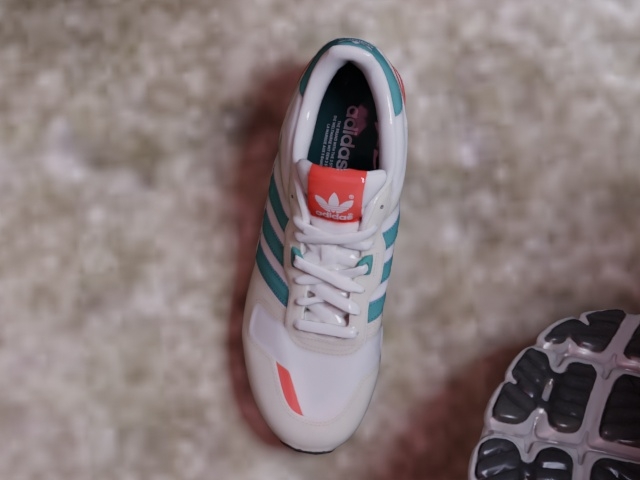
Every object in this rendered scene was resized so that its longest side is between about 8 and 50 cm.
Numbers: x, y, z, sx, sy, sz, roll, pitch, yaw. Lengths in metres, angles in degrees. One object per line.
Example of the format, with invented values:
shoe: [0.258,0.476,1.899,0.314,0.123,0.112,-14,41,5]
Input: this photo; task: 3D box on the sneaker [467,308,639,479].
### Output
sneaker: [0.078,0.155,0.636,0.107,0.118,0.279,19,64,-5]

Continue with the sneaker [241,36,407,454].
sneaker: [0.000,0.000,0.667,0.057,0.075,0.161,9,85,4]
